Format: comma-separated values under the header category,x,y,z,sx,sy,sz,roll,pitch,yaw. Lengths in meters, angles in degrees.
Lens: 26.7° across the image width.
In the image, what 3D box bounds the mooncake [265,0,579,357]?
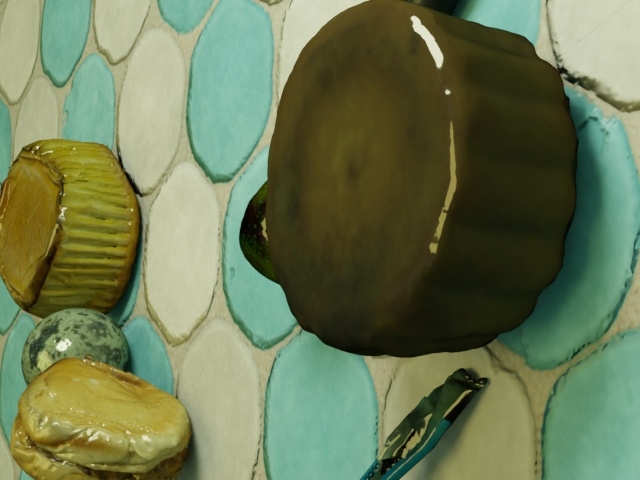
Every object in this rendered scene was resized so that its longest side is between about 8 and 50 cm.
category,x,y,z,sx,sy,sz,roll,pitch,yaw
mooncake,0.082,-0.044,1.104,0.290,0.161,0.290,-12,76,56

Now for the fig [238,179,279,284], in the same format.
category,x,y,z,sx,sy,sz,roll,pitch,yaw
fig,0.000,0.000,1.310,0.156,0.123,0.123,33,121,13

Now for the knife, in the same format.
category,x,y,z,sx,sy,sz,roll,pitch,yaw
knife,0.045,0.219,1.186,0.296,0.026,0.044,-52,38,16

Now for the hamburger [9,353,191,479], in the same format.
category,x,y,z,sx,sy,sz,roll,pitch,yaw
hamburger,-0.254,0.223,1.582,0.214,0.213,0.108,49,123,50

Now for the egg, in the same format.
category,x,y,z,sx,sy,sz,roll,pitch,yaw
egg,-0.313,0.152,1.748,0.172,0.132,0.132,-37,-39,-74

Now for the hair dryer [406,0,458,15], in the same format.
category,x,y,z,sx,sy,sz,roll,pitch,yaw
hair dryer,0.067,-0.242,1.279,0.173,0.050,0.195,-62,33,32

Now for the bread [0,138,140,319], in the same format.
category,x,y,z,sx,sy,sz,roll,pitch,yaw
bread,-0.349,-0.014,1.843,0.253,0.142,0.227,53,131,52
